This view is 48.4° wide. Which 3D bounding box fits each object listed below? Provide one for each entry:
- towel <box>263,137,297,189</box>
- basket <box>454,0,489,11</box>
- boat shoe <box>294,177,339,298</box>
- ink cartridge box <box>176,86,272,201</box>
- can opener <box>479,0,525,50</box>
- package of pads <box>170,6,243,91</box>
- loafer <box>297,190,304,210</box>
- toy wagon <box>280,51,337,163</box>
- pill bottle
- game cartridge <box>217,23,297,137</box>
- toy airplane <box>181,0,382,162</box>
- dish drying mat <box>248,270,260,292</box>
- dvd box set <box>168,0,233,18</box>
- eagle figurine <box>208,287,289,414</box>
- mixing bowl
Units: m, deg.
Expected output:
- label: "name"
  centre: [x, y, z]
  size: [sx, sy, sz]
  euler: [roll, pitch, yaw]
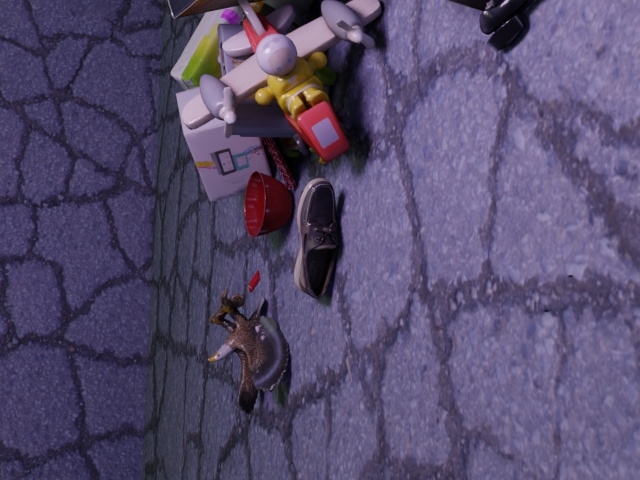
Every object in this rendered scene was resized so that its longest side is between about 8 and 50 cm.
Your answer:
- label: "towel"
  centre: [-0.139, -0.282, 1.883]
  size: [0.274, 0.031, 0.198]
  euler: [62, -174, -48]
- label: "basket"
  centre: [0.230, -0.524, 1.193]
  size: [0.204, 0.154, 0.226]
  euler: [33, 114, 35]
- label: "boat shoe"
  centre: [0.000, 0.000, 1.657]
  size: [0.092, 0.103, 0.285]
  euler: [35, 121, 56]
- label: "ink cartridge box"
  centre: [-0.272, -0.290, 2.040]
  size: [0.270, 0.197, 0.198]
  euler: [77, 176, -49]
- label: "can opener"
  centre: [0.317, -0.384, 1.117]
  size: [0.186, 0.073, 0.059]
  euler: [-48, 5, 48]
- label: "package of pads"
  centre: [-0.294, -0.533, 2.121]
  size: [0.101, 0.229, 0.296]
  euler: [17, 72, 31]
- label: "loafer"
  centre: [-0.027, -0.061, 1.775]
  size: [0.148, 0.056, 0.050]
  euler: [-97, 25, -45]
- label: "toy wagon"
  centre: [-0.041, -0.340, 1.834]
  size: [0.267, 0.068, 0.344]
  euler: [119, 146, -42]
- label: "pill bottle"
  centre: [-0.143, -0.560, 1.912]
  size: [0.278, 0.162, 0.162]
  euler: [-59, 30, 7]
- label: "game cartridge"
  centre: [-0.139, -0.392, 1.733]
  size: [0.062, 0.198, 0.297]
  euler: [127, 137, -66]
- label: "toy airplane"
  centre: [-0.085, -0.392, 1.565]
  size: [0.272, 0.385, 0.385]
  euler: [47, -122, -78]
- label: "dish drying mat"
  centre: [-0.202, 0.125, 2.158]
  size: [0.083, 0.008, 0.032]
  euler: [126, 142, -48]
- label: "dvd box set"
  centre: [-0.116, -0.609, 1.644]
  size: [0.308, 0.421, 0.062]
  euler: [11, 118, 66]
- label: "eagle figurine"
  centre: [-0.201, 0.302, 1.974]
  size: [0.298, 0.225, 0.226]
  euler: [52, -176, 15]
- label: "mixing bowl"
  centre: [-0.136, -0.098, 1.949]
  size: [0.181, 0.098, 0.181]
  euler: [-179, 90, -66]
